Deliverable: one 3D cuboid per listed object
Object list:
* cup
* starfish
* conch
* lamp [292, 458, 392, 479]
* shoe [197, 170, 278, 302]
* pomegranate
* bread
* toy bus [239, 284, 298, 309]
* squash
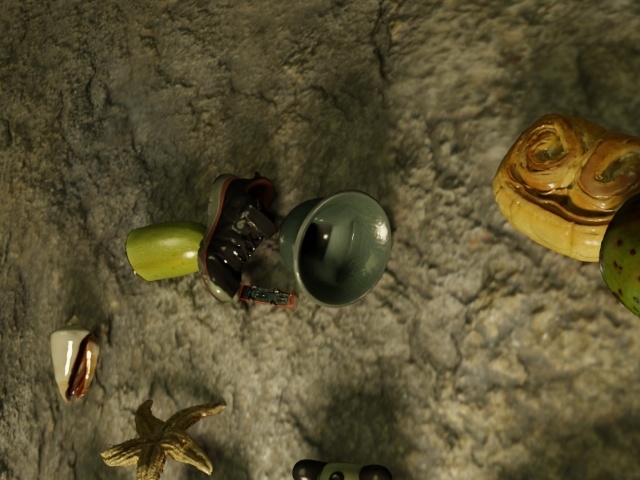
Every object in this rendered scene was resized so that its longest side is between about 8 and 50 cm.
[{"bbox_3d":[0.000,0.000,1.065,0.150,0.199,0.199,21,80,52],"label":"cup"},{"bbox_3d":[-0.274,0.357,1.085,0.235,0.062,0.277,-19,28,-5],"label":"starfish"},{"bbox_3d":[-0.516,0.247,1.291,0.104,0.094,0.176,5,72,-10],"label":"conch"},{"bbox_3d":[0.024,0.435,0.851,0.197,0.198,0.244,-7,57,27],"label":"lamp"},{"bbox_3d":[-0.145,-0.013,1.176,0.137,0.114,0.291,-11,54,23],"label":"shoe"},{"bbox_3d":[0.442,0.042,0.743,0.202,0.248,0.202,-5,47,5],"label":"pomegranate"},{"bbox_3d":[0.376,-0.075,0.900,0.236,0.120,0.198,35,88,36],"label":"bread"},{"bbox_3d":[-0.095,0.105,1.140,0.110,0.043,0.031,7,76,30],"label":"toy bus"},{"bbox_3d":[-0.289,0.016,1.245,0.186,0.123,0.123,-9,65,27],"label":"squash"}]
